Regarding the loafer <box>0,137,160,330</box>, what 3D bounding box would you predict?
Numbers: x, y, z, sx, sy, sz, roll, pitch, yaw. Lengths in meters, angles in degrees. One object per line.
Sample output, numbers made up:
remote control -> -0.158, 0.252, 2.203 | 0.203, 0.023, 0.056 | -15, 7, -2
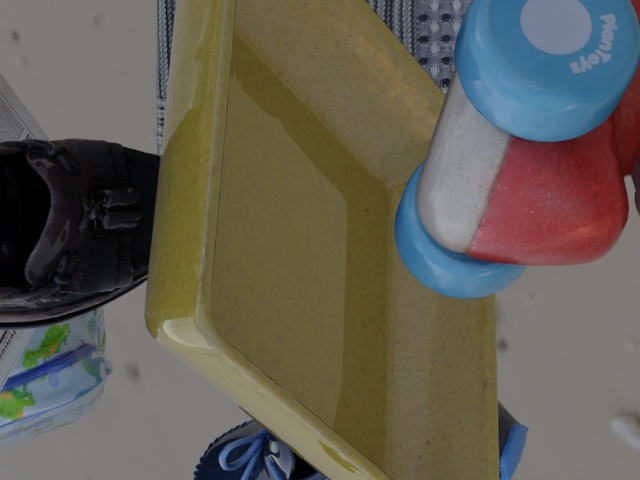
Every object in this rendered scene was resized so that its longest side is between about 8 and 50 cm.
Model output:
loafer -> -0.184, -0.004, 1.020 | 0.095, 0.302, 0.109 | -12, 85, 52

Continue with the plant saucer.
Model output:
plant saucer -> 0.000, 0.000, 1.128 | 0.081, 0.333, 0.333 | -18, 141, 27

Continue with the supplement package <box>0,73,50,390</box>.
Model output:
supplement package -> -0.325, -0.030, 1.307 | 0.199, 0.198, 0.263 | 14, 155, 27

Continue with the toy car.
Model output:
toy car -> 0.177, -0.062, 0.858 | 0.238, 0.210, 0.219 | 19, 155, 1

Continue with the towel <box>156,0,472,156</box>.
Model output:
towel -> 0.036, -0.174, 1.427 | 0.056, 0.324, 0.312 | -133, 44, -74

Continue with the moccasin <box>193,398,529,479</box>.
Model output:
moccasin -> 0.012, 0.151, 1.495 | 0.342, 0.138, 0.117 | -19, 131, 41

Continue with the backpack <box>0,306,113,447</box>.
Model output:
backpack -> -0.309, 0.082, 1.644 | 0.355, 0.290, 0.273 | 110, 143, -60
